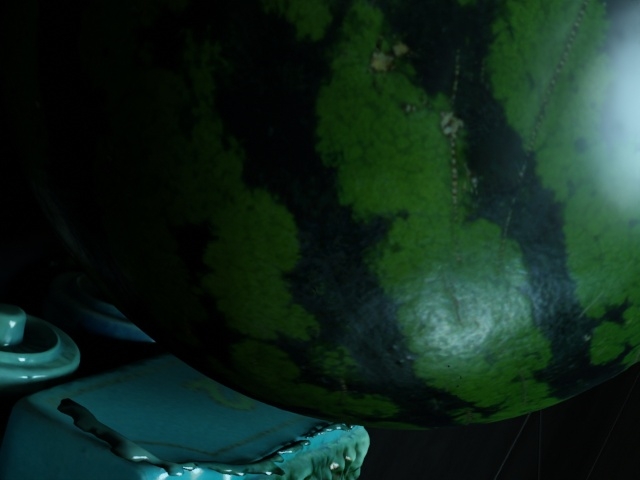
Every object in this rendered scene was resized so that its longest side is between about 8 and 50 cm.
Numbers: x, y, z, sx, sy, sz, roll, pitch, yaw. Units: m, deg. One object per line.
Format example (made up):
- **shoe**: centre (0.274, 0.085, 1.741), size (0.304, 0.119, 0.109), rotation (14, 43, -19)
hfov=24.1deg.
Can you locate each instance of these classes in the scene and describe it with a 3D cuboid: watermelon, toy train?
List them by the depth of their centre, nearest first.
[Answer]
- **watermelon**: centre (0.034, -0.072, 0.535), size (0.285, 0.285, 0.285), rotation (-50, 152, -40)
- **toy train**: centre (-0.076, 0.087, 0.589), size (0.203, 0.163, 0.112), rotation (-17, 126, -63)
